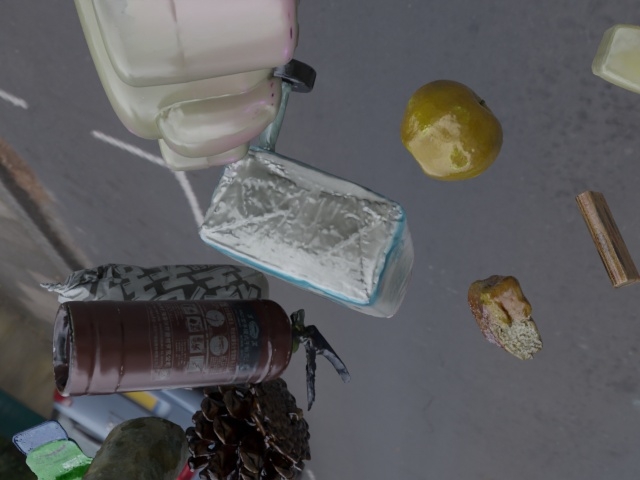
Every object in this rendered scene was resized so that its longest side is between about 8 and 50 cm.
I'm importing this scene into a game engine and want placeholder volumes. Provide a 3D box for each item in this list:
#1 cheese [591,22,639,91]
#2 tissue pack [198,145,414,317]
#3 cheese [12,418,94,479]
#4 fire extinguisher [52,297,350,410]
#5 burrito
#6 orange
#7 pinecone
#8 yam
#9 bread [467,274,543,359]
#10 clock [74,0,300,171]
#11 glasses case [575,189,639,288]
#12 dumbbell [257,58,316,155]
[{"bbox_3d":[0.687,-0.350,1.527,0.243,0.123,0.265,21,-164,10],"label":"cheese"},{"bbox_3d":[0.002,0.001,0.855,0.201,0.124,0.271,25,175,12],"label":"tissue pack"},{"bbox_3d":[-0.480,0.473,1.474,0.083,0.204,0.320,-109,-3,-62],"label":"cheese"},{"bbox_3d":[-0.119,0.134,0.859,0.344,0.138,0.102,3,159,-29],"label":"fire extinguisher"},{"bbox_3d":[-0.282,0.104,1.371,0.445,0.139,0.101,2,142,-38],"label":"burrito"},{"bbox_3d":[0.332,-0.280,1.943,0.279,0.235,0.279,40,-161,-16],"label":"orange"},{"bbox_3d":[-0.114,0.296,1.141,0.208,0.207,0.207,25,156,12],"label":"pinecone"},{"bbox_3d":[-0.296,0.373,1.068,0.133,0.330,0.133,4,113,11],"label":"yam"},{"bbox_3d":[0.399,0.167,1.628,0.380,0.109,0.185,20,-134,-82],"label":"bread"},{"bbox_3d":[-0.091,-0.192,0.470,0.114,0.284,0.309,-10,169,-7],"label":"clock"},{"bbox_3d":[0.490,-0.002,1.295,0.041,0.170,0.065,-30,159,36],"label":"glasses case"},{"bbox_3d":[-0.076,-0.199,1.232,0.100,0.191,0.100,15,180,0],"label":"dumbbell"}]
